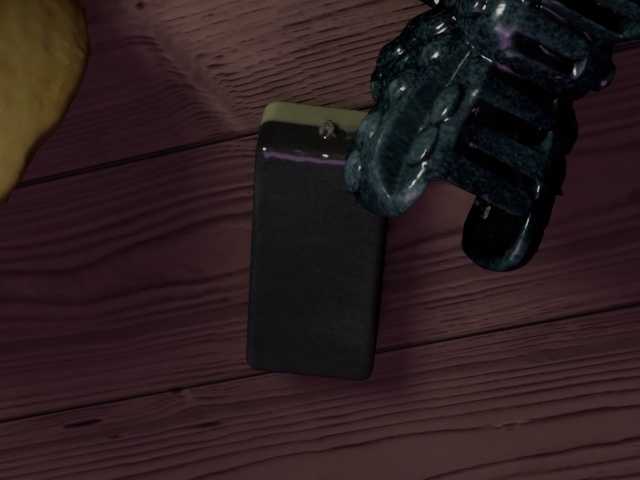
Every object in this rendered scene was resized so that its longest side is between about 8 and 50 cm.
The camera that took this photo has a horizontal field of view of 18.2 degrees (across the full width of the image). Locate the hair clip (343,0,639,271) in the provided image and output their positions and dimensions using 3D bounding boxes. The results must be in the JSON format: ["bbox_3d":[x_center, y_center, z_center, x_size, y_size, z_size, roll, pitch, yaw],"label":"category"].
[{"bbox_3d":[0.134,-0.142,1.304,0.194,0.206,0.310,28,113,-17],"label":"hair clip"}]

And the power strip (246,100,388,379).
[{"bbox_3d":[0.000,0.000,1.555,0.105,0.070,0.256,6,135,1],"label":"power strip"}]

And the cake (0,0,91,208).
[{"bbox_3d":[-0.357,-0.152,1.304,0.332,0.332,0.321,-25,123,29],"label":"cake"}]
